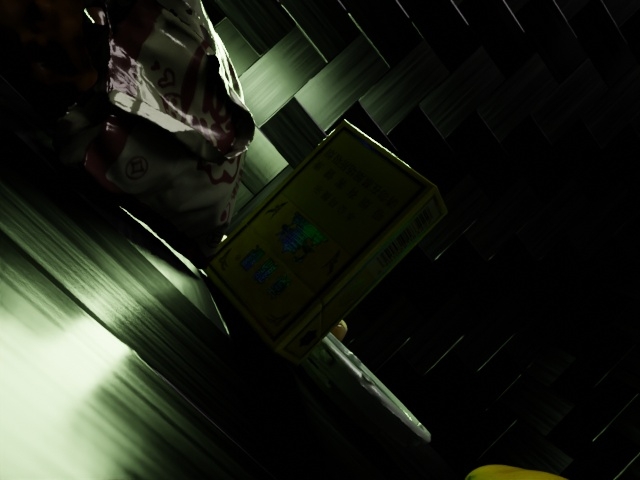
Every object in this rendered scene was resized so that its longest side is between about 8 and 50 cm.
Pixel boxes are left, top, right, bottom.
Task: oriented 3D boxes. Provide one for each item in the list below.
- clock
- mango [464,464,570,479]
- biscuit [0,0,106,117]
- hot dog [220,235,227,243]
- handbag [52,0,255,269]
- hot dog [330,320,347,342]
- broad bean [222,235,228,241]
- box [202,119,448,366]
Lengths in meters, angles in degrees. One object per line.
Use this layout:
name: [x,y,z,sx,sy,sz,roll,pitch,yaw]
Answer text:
clock: [0.032,0.168,0.768,0.236,0.053,0.236,44,-5,5]
mango: [0.270,0.357,0.767,0.175,0.139,0.254,53,-11,3]
biscuit: [-0.306,-0.269,0.726,0.395,0.166,0.342,46,-6,-7]
hot dog: [-0.167,0.007,1.065,0.030,0.034,0.090,47,-5,-2]
handbag: [-0.121,-0.103,0.536,0.127,0.213,0.235,6,-15,8]
hot dog: [-0.048,0.132,1.353,0.242,0.084,0.073,45,-1,16]
broad bean: [-0.086,0.039,0.869,0.114,0.084,0.165,62,-4,24]
box: [0.000,0.000,0.645,0.141,0.220,0.064,42,-6,33]
